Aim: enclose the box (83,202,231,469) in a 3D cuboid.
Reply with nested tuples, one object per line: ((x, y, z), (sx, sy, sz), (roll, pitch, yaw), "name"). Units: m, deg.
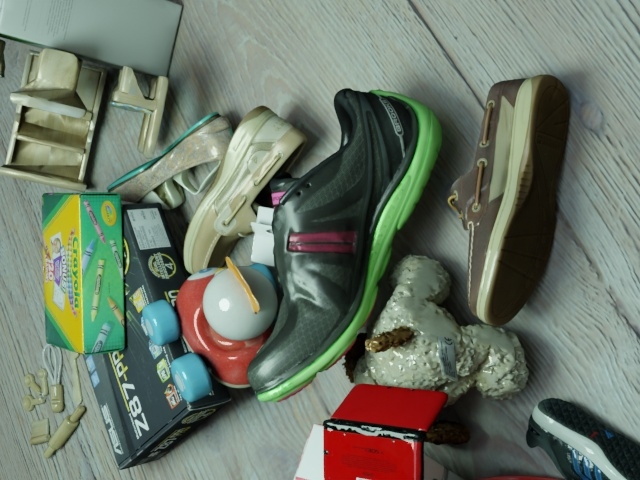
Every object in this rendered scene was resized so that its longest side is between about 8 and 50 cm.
((-0.329, 0.176, 1.566), (0.318, 0.097, 0.394), (-43, 62, 45), "box")

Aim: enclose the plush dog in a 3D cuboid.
((0.127, 0.184, 1.215), (0.262, 0.211, 0.225), (44, 136, 30), "plush dog")

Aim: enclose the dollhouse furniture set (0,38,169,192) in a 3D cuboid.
((-0.496, -0.215, 1.577), (0.394, 0.362, 0.256), (-147, 70, -73), "dollhouse furniture set")

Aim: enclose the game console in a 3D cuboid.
((0.083, 0.253, 1.090), (0.144, 0.085, 0.124), (-1, 89, 36), "game console")

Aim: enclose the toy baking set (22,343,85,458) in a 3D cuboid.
((-0.567, 0.330, 1.814), (0.256, 0.030, 0.196), (-47, 62, 26), "toy baking set")

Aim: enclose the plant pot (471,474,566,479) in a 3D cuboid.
((0.259, 0.455, 1.051), (0.275, 0.275, 0.243), (3, 100, 37), "plant pot")

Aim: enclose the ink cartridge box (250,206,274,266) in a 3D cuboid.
((-0.038, -0.001, 1.359), (0.092, 0.143, 0.089), (11, 94, 38), "ink cartridge box")

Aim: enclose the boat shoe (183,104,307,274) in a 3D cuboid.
((-0.131, -0.057, 1.447), (0.110, 0.122, 0.341), (34, 122, 10), "boat shoe")

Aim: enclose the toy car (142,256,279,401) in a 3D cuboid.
((-0.138, 0.095, 1.328), (0.210, 0.219, 0.238), (56, 151, 26), "toy car")

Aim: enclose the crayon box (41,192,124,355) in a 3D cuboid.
((-0.424, 0.053, 1.528), (0.165, 0.081, 0.278), (3, 95, 50), "crayon box")

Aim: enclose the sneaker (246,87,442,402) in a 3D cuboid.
((0.000, 0.000, 1.232), (0.202, 0.185, 0.482), (25, 79, -6), "sneaker")

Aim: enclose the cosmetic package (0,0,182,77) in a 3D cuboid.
((-0.459, -0.417, 1.562), (0.197, 0.366, 0.155), (18, 97, 39), "cosmetic package")

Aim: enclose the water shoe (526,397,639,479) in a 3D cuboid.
((0.357, 0.286, 1.103), (0.203, 0.073, 0.080), (39, 132, 36), "water shoe")

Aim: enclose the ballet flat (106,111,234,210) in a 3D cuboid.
((-0.272, -0.118, 1.576), (0.316, 0.107, 0.106), (-27, 99, 35), "ballet flat")

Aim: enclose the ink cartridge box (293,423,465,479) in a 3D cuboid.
((0.093, 0.338, 1.189), (0.159, 0.218, 0.092), (3, 63, 37), "ink cartridge box")

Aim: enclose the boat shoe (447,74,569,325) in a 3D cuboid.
((0.242, -0.058, 1.172), (0.123, 0.123, 0.341), (9, 89, 45), "boat shoe")
